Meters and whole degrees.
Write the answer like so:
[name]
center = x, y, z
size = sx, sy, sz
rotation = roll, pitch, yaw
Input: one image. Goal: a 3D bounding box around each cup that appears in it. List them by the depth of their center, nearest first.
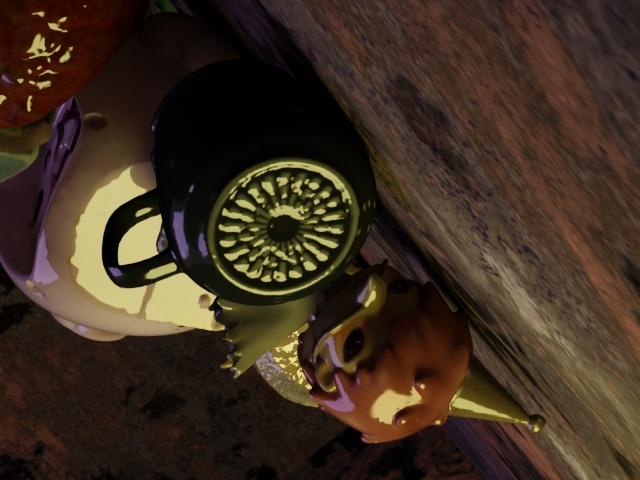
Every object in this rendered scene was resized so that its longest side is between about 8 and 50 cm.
[cup]
center = -0.077, -0.042, 1.037
size = 0.177, 0.223, 0.169
rotation = -118, 5, -52

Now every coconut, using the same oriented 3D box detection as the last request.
[coconut]
center = -0.011, 0.120, 1.918
size = 0.239, 0.239, 0.244
rotation = 52, 175, -11

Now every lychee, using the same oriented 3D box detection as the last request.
[lychee]
center = -0.242, -0.244, 1.043
size = 0.255, 0.300, 0.255
rotation = 20, 170, 4

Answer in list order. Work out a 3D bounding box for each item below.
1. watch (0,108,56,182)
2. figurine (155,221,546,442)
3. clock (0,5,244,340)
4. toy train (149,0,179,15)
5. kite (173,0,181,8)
[watch]
center = -0.348, -0.175, 1.174
size = 0.253, 0.161, 0.241
rotation = 7, -107, -49
[figurine]
center = 0.031, 0.076, 1.171
size = 0.387, 0.207, 0.166
rotation = 36, 143, 7
[clock]
center = -0.221, -0.089, 1.397
size = 0.250, 0.368, 0.377
rotation = 11, -154, -28
[toy train]
center = -0.210, -0.296, 1.636
size = 0.071, 0.038, 0.148
rotation = 48, 178, 38
[kite]
center = -0.211, -0.332, 1.646
size = 0.137, 0.005, 0.152
rotation = 51, 178, 31
